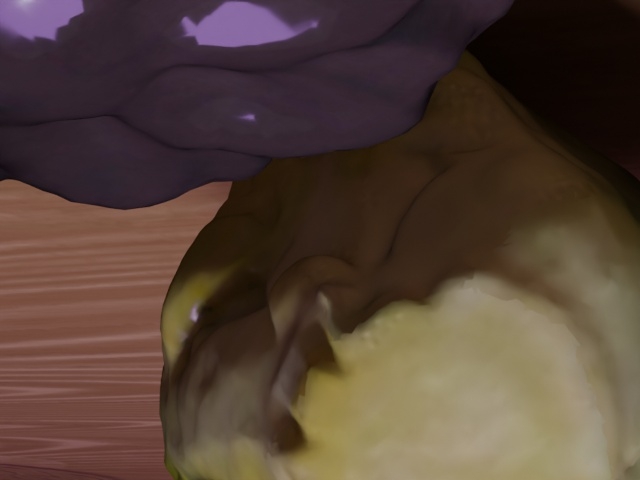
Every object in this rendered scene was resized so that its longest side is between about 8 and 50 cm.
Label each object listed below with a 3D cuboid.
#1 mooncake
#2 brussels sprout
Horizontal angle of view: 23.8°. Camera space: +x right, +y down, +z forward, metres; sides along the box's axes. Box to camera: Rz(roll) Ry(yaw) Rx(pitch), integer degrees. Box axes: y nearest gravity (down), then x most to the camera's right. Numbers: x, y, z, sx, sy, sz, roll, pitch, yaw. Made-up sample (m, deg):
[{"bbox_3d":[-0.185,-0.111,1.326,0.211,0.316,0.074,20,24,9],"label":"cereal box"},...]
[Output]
[{"bbox_3d":[-0.077,-0.105,0.421,0.283,0.141,0.283,2,161,1],"label":"mooncake"},{"bbox_3d":[0.055,0.079,0.652,0.268,0.344,0.344,-43,151,3],"label":"brussels sprout"}]
